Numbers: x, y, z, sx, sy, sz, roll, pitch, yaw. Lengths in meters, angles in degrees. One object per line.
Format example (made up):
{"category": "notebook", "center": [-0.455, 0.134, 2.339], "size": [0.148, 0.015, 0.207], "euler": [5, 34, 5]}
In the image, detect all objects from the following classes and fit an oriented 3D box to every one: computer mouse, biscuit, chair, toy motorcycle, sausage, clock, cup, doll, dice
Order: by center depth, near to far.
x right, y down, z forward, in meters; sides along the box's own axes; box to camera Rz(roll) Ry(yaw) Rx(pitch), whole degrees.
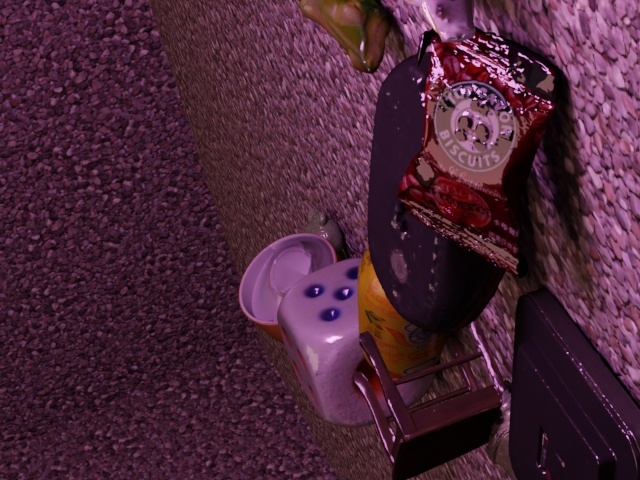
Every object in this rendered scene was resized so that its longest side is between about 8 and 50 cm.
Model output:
{"category": "toy motorcycle", "center": [0.099, -0.265, 1.335], "size": [0.151, 0.074, 0.229], "euler": [89, 169, -46]}
{"category": "biscuit", "center": [0.143, -0.085, 1.375], "size": [0.151, 0.063, 0.235], "euler": [29, 129, 27]}
{"category": "clock", "center": [0.262, 0.228, 1.556], "size": [0.273, 0.049, 0.279], "euler": [-121, 22, -50]}
{"category": "computer mouse", "center": [0.130, -0.049, 1.563], "size": [0.183, 0.116, 0.323], "euler": [43, 142, 42]}
{"category": "chair", "center": [0.179, 0.250, 1.841], "size": [0.160, 0.186, 0.319], "euler": [96, 151, -62]}
{"category": "sausage", "center": [0.111, 0.093, 2.001], "size": [0.347, 0.123, 0.123], "euler": [84, 160, -61]}
{"category": "dice", "center": [0.054, 0.155, 2.257], "size": [0.192, 0.194, 0.193], "euler": [50, 162, 55]}
{"category": "cup", "center": [0.007, 0.127, 2.483], "size": [0.226, 0.182, 0.264], "euler": [27, 162, 44]}
{"category": "doll", "center": [0.000, 0.000, 2.570], "size": [0.115, 0.077, 0.150], "euler": [64, 179, -2]}

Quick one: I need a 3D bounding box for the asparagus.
{"category": "asparagus", "center": [0.014, -0.289, 1.763], "size": [0.343, 0.085, 0.082], "euler": [52, 166, 53]}
